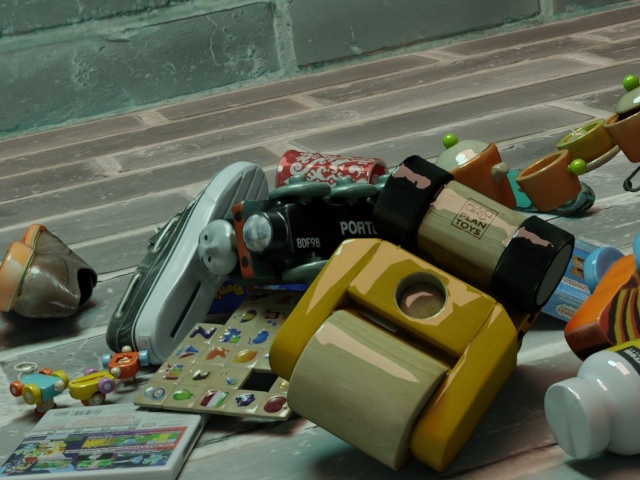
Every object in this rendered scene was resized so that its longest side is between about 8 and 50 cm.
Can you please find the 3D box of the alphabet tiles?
[{"bbox_3d":[-0.078,0.126,1.609,0.198,0.009,0.237,2,32,27],"label":"alphabet tiles"}]

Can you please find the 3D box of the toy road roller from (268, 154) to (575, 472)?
[{"bbox_3d":[0.116,0.099,1.450,0.202,0.241,0.329,28,66,21],"label":"toy road roller"}]

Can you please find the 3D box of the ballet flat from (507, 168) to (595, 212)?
[{"bbox_3d":[0.353,-0.072,2.153,0.070,0.070,0.188,-19,20,-29],"label":"ballet flat"}]

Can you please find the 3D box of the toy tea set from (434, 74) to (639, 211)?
[{"bbox_3d":[0.266,-0.112,1.696,0.336,0.124,0.200,-28,9,12],"label":"toy tea set"}]

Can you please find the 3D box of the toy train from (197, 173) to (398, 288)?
[{"bbox_3d":[0.000,0.000,1.756,0.190,0.142,0.334,-17,-9,40],"label":"toy train"}]

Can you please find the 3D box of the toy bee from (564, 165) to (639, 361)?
[{"bbox_3d":[0.391,0.051,1.551,0.298,0.162,0.195,-50,15,-18],"label":"toy bee"}]

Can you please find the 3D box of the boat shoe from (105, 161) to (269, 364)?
[{"bbox_3d":[-0.183,0.017,1.837,0.119,0.121,0.335,4,46,32],"label":"boat shoe"}]

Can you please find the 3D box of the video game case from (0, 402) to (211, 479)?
[{"bbox_3d":[-0.234,0.224,1.510,0.201,0.023,0.183,-5,16,11],"label":"video game case"}]

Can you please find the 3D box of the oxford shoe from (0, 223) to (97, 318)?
[{"bbox_3d":[-0.406,0.063,2.065,0.132,0.130,0.364,22,6,-7],"label":"oxford shoe"}]

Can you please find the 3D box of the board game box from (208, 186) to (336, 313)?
[{"bbox_3d":[-0.098,0.011,2.068,0.233,0.078,0.347,-5,16,13],"label":"board game box"}]

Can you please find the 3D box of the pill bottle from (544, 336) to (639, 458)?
[{"bbox_3d":[0.311,0.145,1.319,0.184,0.103,0.103,-16,17,-23],"label":"pill bottle"}]

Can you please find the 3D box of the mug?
[{"bbox_3d":[0.031,-0.101,2.334,0.169,0.113,0.150,3,22,28],"label":"mug"}]

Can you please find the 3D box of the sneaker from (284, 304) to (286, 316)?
[{"bbox_3d":[0.020,0.107,1.691,0.190,0.071,0.083,-18,24,-27],"label":"sneaker"}]

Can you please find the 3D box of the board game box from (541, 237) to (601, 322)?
[{"bbox_3d":[0.275,0.030,1.740,0.160,0.039,0.211,22,22,8],"label":"board game box"}]

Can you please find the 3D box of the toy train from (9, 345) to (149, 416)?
[{"bbox_3d":[-0.292,0.174,1.681,0.166,0.046,0.125,-7,15,-1],"label":"toy train"}]
